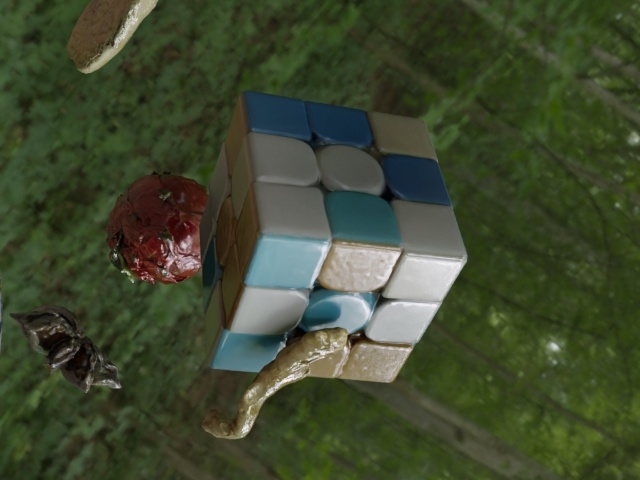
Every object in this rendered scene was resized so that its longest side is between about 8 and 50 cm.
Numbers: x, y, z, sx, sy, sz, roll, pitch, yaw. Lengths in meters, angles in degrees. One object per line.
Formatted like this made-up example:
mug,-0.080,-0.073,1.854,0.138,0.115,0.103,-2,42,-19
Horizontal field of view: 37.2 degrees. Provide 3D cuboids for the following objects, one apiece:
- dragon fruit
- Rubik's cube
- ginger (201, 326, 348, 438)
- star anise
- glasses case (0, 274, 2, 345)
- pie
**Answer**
dragon fruit,-0.330,-0.033,2.013,0.244,0.244,0.298,-40,-159,28
Rubik's cube,0.000,0.000,1.604,0.344,0.347,0.346,115,-27,-43
ginger,-0.072,0.225,1.509,0.288,0.089,0.075,-43,-115,15
star anise,-0.437,0.172,1.618,0.089,0.231,0.209,-41,160,-7
glasses case,-0.533,0.137,1.489,0.087,0.065,0.247,122,-32,-70
pie,-0.282,-0.313,1.305,0.218,0.052,0.185,-5,-126,53
